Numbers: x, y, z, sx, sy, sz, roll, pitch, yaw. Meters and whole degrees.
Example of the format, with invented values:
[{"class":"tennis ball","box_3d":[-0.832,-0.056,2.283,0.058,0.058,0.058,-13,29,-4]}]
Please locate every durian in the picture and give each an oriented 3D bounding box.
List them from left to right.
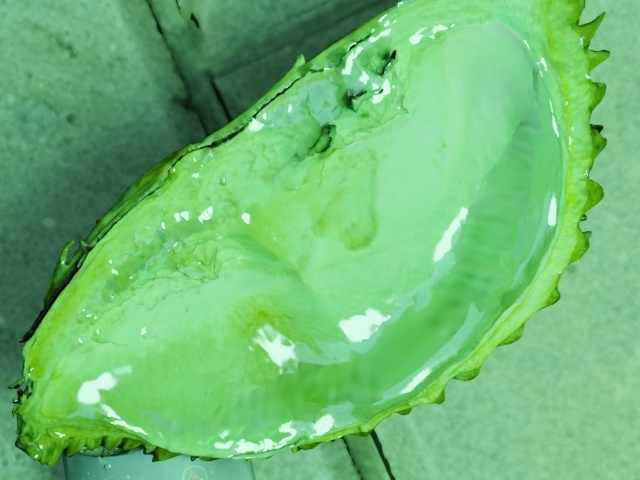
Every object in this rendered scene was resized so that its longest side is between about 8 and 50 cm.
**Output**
[{"class":"durian","box_3d":[0.006,0.009,0.836,0.394,0.198,0.163,-32,67,-4]}]

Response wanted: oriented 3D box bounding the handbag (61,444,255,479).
[{"class":"handbag","box_3d":[-0.091,0.169,0.934,0.117,0.095,0.173,-9,98,-3]}]
